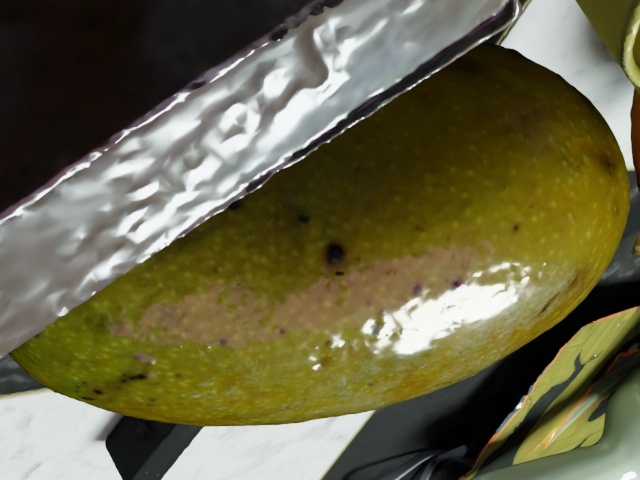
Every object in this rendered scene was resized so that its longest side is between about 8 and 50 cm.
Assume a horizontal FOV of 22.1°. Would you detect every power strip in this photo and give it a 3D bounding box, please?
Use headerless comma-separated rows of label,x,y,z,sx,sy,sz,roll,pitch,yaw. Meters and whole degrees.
power strip,-0.089,0.101,0.982,0.029,0.038,0.111,0,137,-46

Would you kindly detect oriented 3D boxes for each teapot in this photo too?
teapot,0.280,0.165,1.308,0.318,0.149,0.220,-4,176,13

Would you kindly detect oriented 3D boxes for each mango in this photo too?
mango,0.003,0.007,0.796,0.329,0.175,0.177,-25,113,-23

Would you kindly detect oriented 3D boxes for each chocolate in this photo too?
chocolate,-0.074,-0.062,0.655,0.321,0.112,0.112,-32,151,-4

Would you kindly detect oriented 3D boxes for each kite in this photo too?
kite,0.234,0.129,1.372,0.327,0.013,0.377,-40,156,-8

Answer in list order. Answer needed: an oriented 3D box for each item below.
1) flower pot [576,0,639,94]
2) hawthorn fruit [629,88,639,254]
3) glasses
flower pot,0.152,-0.176,0.643,0.195,0.179,0.195,-25,153,-14
hawthorn fruit,0.291,-0.059,0.924,0.277,0.277,0.298,-4,158,-45
glasses,0.075,0.196,1.329,0.104,0.062,0.140,-52,156,-15
